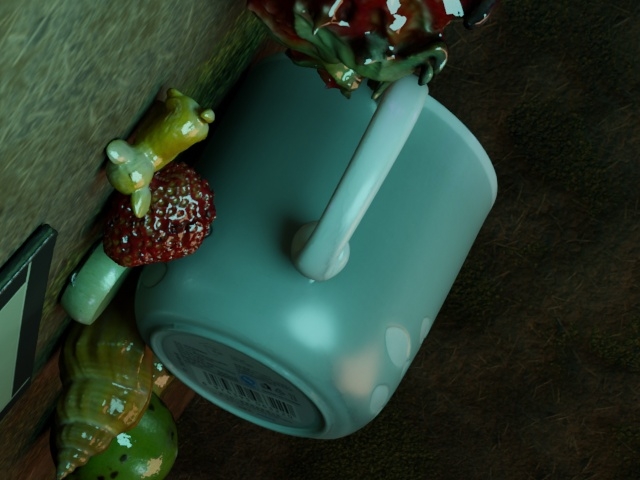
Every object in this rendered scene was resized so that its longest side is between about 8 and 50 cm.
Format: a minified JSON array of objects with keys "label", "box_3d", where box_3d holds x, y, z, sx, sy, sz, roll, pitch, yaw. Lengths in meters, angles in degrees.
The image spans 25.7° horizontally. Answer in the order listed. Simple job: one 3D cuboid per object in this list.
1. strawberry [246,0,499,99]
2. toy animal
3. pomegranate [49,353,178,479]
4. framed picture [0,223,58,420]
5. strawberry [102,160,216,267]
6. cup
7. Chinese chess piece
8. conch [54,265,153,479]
[{"label":"strawberry","box_3d":[0.051,-0.237,0.941,0.280,0.150,0.253,-57,-163,6]},{"label":"toy animal","box_3d":[-0.119,-0.063,1.014,0.081,0.060,0.083,2,-136,43]},{"label":"pomegranate","box_3d":[-0.232,0.196,1.602,0.156,0.156,0.220,117,-22,-72]},{"label":"framed picture","box_3d":[-0.293,0.149,1.053,0.265,0.016,0.347,-52,177,-27]},{"label":"strawberry","box_3d":[-0.132,-0.018,1.122,0.096,0.083,0.083,-49,176,-16]},{"label":"cup","box_3d":[0.000,0.000,1.213,0.274,0.259,0.357,-62,-177,-23]},{"label":"Chinese chess piece","box_3d":[-0.189,0.032,1.205,0.084,0.034,0.084,-55,180,-1]},{"label":"conch","box_3d":[-0.190,0.077,1.340,0.109,0.093,0.330,83,19,-60]}]
